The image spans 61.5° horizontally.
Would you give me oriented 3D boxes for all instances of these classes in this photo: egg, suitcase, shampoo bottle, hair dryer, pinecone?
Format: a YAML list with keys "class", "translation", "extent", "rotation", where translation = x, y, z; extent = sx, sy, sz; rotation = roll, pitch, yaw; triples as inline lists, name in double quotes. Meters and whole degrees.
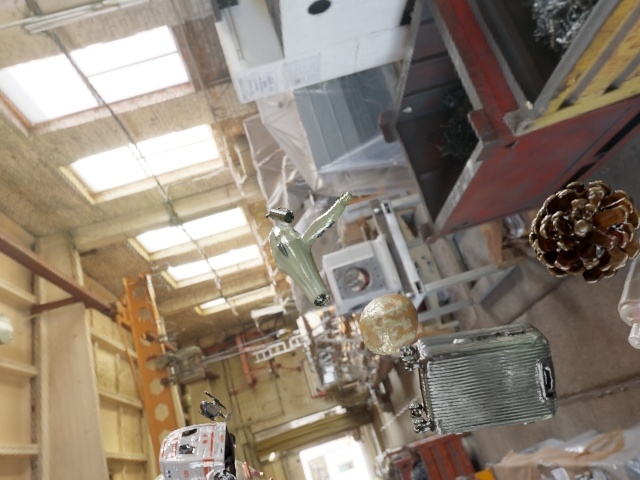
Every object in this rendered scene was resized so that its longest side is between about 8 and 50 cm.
- class: "egg"
  translation: [0.242, 0.286, 1.872]
  extent: [0.203, 0.245, 0.203]
  rotation: [21, 132, 25]
- class: "suitcase"
  translation: [0.338, 0.294, 1.157]
  extent: [0.128, 0.312, 0.202]
  rotation: [-74, -27, -80]
- class: "shampoo bottle"
  translation: [0.580, 0.047, 0.915]
  extent: [0.092, 0.303, 0.092]
  rotation: [27, 155, 14]
- class: "hair dryer"
  translation: [-0.008, 0.040, 1.535]
  extent: [0.119, 0.298, 0.296]
  rotation: [29, -140, -50]
- class: "pinecone"
  translation: [0.447, -0.015, 0.907]
  extent: [0.195, 0.179, 0.150]
  rotation: [18, -158, -48]

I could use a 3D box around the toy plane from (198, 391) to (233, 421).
- class: "toy plane"
  translation: [-0.245, 0.396, 1.254]
  extent: [0.031, 0.049, 0.121]
  rotation: [10, 148, 37]

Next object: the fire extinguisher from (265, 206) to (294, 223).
- class: "fire extinguisher"
  translation: [-0.085, -0.056, 1.137]
  extent: [0.083, 0.038, 0.025]
  rotation: [14, 143, 53]

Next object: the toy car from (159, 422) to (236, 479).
- class: "toy car"
  translation: [-0.178, 0.382, 0.815]
  extent: [0.089, 0.108, 0.210]
  rotation: [-112, 20, -65]

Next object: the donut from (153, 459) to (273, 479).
- class: "donut"
  translation: [-0.245, 0.650, 1.168]
  extent: [0.142, 0.382, 0.383]
  rotation: [107, 152, -45]
